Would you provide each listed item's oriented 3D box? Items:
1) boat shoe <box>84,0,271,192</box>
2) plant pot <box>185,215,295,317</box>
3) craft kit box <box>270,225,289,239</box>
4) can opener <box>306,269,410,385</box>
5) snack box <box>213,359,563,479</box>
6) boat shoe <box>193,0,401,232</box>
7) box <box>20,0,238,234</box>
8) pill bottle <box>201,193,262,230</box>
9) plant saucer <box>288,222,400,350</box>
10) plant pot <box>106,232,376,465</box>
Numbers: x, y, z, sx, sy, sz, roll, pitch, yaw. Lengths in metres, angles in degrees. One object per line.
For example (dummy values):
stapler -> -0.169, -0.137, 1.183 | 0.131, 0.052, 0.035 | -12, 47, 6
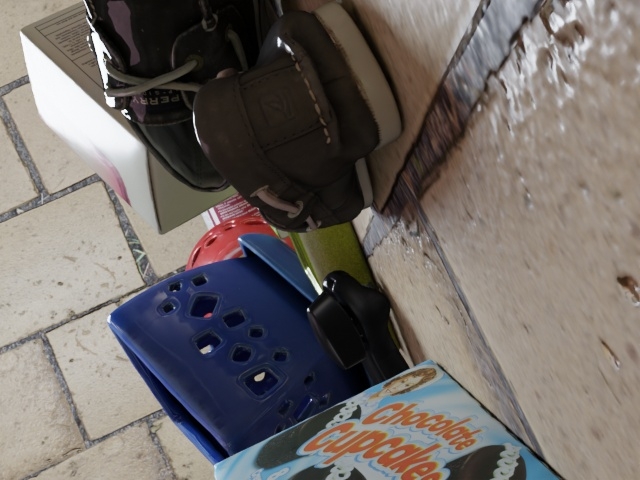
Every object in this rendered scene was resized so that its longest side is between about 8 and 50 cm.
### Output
boat shoe -> -0.090, -0.129, 0.754 | 0.335, 0.121, 0.119 | 59, -144, -66
plant pot -> -0.086, 0.067, 1.590 | 0.191, 0.191, 0.174 | 66, 172, -12
craft kit box -> -0.090, -0.139, 1.351 | 0.250, 0.061, 0.246 | -132, 20, -76
can opener -> 0.050, 0.103, 1.023 | 0.186, 0.073, 0.059 | 57, 172, -29
snack box -> 0.034, 0.170, 0.718 | 0.322, 0.187, 0.060 | -143, 28, -80
boat shoe -> -0.024, -0.060, 0.703 | 0.335, 0.095, 0.112 | 111, 133, -84
box -> -0.175, -0.141, 1.171 | 0.232, 0.149, 0.127 | 42, 149, 31
pill bottle -> -0.130, -0.063, 1.797 | 0.121, 0.121, 0.221 | -136, 21, -78
plant saucer -> 0.000, 0.000, 1.098 | 0.188, 0.045, 0.188 | 67, 175, -32
plant pot -> -0.058, 0.144, 1.269 | 0.236, 0.212, 0.236 | 39, 161, 36
